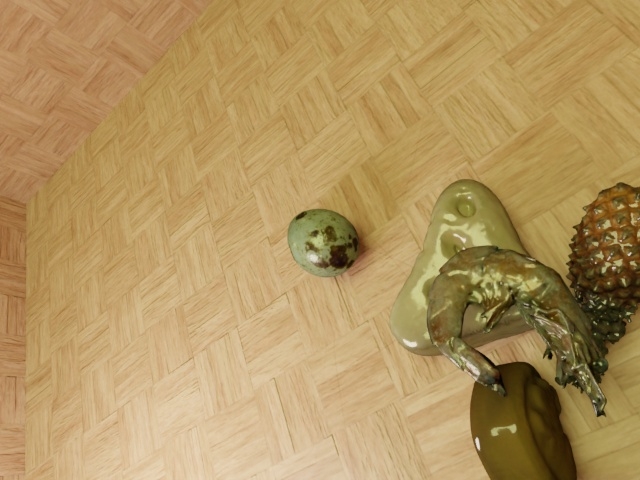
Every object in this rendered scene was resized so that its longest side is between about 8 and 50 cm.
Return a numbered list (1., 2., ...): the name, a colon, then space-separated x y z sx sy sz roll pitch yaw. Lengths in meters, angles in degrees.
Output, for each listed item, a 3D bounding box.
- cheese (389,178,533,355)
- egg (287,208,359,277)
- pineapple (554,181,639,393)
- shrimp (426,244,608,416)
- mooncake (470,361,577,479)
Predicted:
1. cheese: 0.272 0.070 1.026 0.328 0.129 0.351 -34 59 21
2. egg: 0.000 0.000 1.238 0.169 0.169 0.231 -58 41 5
3. pineapple: 0.492 0.087 0.837 0.175 0.175 0.361 22 87 40
4. shrimp: 0.321 0.147 0.809 0.247 0.085 0.360 -33 48 -1
5. mooncake: 0.344 0.323 0.824 0.117 0.235 0.235 -21 62 31
